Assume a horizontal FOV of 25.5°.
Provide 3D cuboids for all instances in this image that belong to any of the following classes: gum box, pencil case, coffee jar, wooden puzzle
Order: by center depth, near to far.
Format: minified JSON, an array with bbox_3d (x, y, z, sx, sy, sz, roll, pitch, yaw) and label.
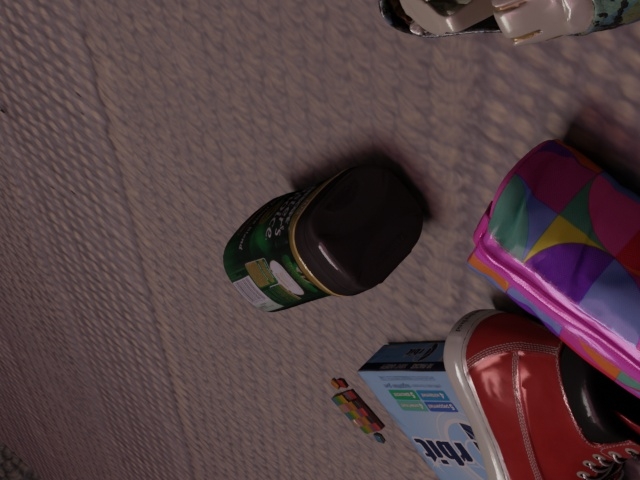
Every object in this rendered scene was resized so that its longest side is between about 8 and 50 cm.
[{"bbox_3d":[0.194,0.043,0.818,0.236,0.104,0.104,40,155,19],"label":"pencil case"},{"bbox_3d":[0.000,0.000,1.081,0.079,0.096,0.184,49,156,-11],"label":"coffee jar"},{"bbox_3d":[0.132,0.167,1.185,0.184,0.041,0.157,54,155,-12],"label":"gum box"},{"bbox_3d":[0.036,0.169,1.394,0.083,0.006,0.049,49,156,-4],"label":"wooden puzzle"}]

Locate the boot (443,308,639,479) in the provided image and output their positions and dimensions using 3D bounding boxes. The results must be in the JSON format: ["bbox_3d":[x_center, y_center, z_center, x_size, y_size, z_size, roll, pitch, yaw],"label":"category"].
[{"bbox_3d":[0.202,0.163,1.013,0.176,0.088,0.244,6,130,54],"label":"boot"}]

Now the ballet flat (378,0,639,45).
[{"bbox_3d":[0.100,-0.129,0.751,0.188,0.070,0.070,10,137,54],"label":"ballet flat"}]
